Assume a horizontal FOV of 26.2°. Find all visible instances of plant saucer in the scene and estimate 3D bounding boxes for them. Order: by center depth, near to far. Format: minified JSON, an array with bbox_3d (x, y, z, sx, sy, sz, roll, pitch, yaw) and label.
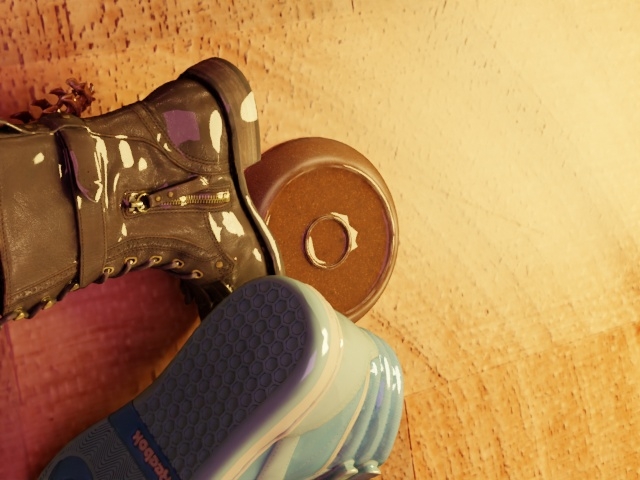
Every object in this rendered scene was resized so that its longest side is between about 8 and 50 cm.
[{"bbox_3d":[0.000,0.000,1.120,0.168,0.029,0.168,-3,96,-31],"label":"plant saucer"}]

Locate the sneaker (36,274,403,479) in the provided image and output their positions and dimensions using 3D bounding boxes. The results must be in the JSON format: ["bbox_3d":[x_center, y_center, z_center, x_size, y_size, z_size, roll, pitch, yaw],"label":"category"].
[{"bbox_3d":[-0.064,0.173,1.026,0.319,0.127,0.208,-42,147,16],"label":"sneaker"}]

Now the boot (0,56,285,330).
[{"bbox_3d":[-0.142,0.006,0.960,0.229,0.091,0.263,-28,122,-37],"label":"boot"}]

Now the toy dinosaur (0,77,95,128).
[{"bbox_3d":[-0.307,-0.038,0.892,0.322,0.164,0.218,-42,131,-40],"label":"toy dinosaur"}]
